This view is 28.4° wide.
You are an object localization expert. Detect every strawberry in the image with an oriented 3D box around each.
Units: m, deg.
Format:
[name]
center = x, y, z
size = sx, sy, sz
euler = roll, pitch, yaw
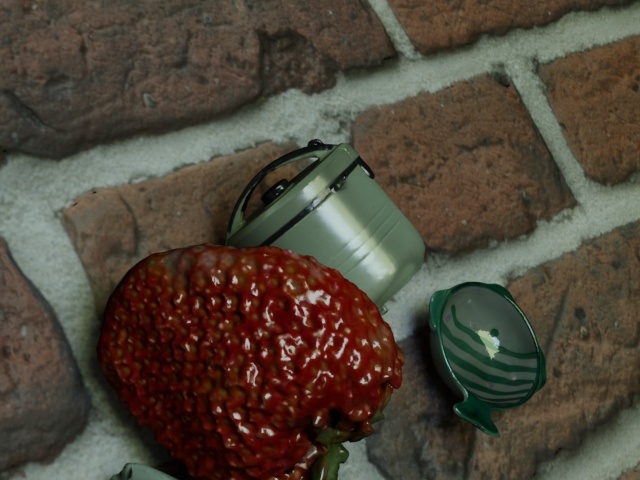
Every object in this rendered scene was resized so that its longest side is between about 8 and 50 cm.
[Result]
[strawberry]
center = -0.088, 0.137, 1.490
size = 0.351, 0.312, 0.267
euler = 31, 20, 3

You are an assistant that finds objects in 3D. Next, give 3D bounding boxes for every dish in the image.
[dish]
center = 0.222, 0.175, 1.839
size = 0.224, 0.078, 0.246
euler = 34, 50, -19

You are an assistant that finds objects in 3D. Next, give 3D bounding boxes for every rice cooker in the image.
[rice cooker]
center = 0.000, 0.000, 1.674
size = 0.244, 0.226, 0.226
euler = 49, 47, -9

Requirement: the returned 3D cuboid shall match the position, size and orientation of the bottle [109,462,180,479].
[bottle]
center = -0.126, 0.344, 1.473
size = 0.270, 0.083, 0.083
euler = 30, 52, -23
